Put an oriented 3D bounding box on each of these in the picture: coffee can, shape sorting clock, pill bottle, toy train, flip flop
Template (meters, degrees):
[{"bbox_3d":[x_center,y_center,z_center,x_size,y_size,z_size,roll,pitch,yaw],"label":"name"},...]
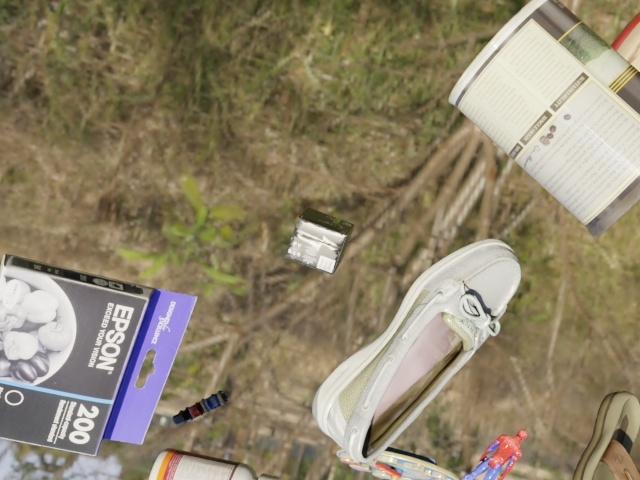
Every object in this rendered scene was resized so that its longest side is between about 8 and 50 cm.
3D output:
[{"bbox_3d":[0.339,-0.169,1.382,0.275,0.201,0.201,44,176,7],"label":"coffee can"},{"bbox_3d":[0.125,0.369,1.657,0.206,0.040,0.206,17,161,6],"label":"shape sorting clock"},{"bbox_3d":[-0.186,0.448,1.824,0.221,0.121,0.121,9,172,11],"label":"pill bottle"},{"bbox_3d":[-0.218,0.302,1.844,0.036,0.027,0.158,-18,170,-47],"label":"toy train"},{"bbox_3d":[0.359,0.295,1.237,0.080,0.277,0.112,5,130,30],"label":"flip flop"}]

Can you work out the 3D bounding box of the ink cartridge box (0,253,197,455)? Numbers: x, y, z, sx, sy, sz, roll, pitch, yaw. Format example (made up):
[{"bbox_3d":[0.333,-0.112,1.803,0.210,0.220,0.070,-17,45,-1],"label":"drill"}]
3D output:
[{"bbox_3d":[-0.258,0.131,1.095,0.208,0.206,0.045,14,-158,-20],"label":"ink cartridge box"}]

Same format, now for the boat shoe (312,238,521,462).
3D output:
[{"bbox_3d":[0.132,0.131,1.229,0.103,0.320,0.118,35,163,54],"label":"boat shoe"}]

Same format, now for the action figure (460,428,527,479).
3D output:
[{"bbox_3d":[0.198,0.261,1.187,0.038,0.115,0.030,46,-173,30],"label":"action figure"}]

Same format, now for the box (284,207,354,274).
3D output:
[{"bbox_3d":[0.000,0.000,1.196,0.062,0.052,0.083,21,-168,4],"label":"box"}]

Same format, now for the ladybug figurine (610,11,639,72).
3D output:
[{"bbox_3d":[0.676,-0.333,2.011,0.305,0.449,0.162,21,-155,-34],"label":"ladybug figurine"}]
